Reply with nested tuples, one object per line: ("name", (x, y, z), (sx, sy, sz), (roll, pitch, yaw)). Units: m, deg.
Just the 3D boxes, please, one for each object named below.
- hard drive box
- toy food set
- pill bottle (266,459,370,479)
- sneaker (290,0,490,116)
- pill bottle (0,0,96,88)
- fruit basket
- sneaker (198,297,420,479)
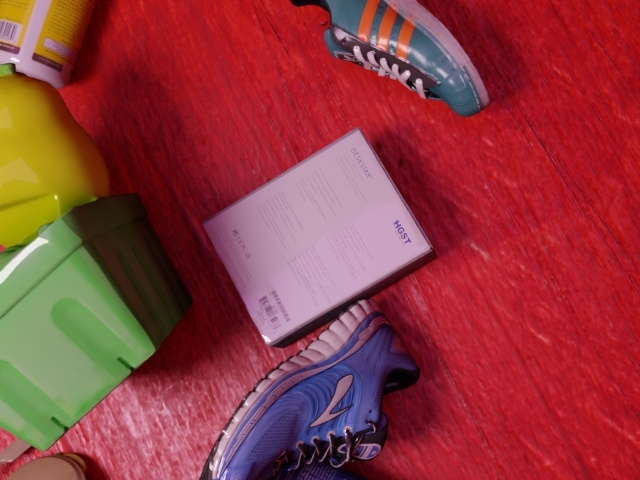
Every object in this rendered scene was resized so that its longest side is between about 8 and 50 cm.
("hard drive box", (0.000, 0.000, 1.109), (0.232, 0.089, 0.181), (-30, 77, 5))
("toy food set", (-0.349, 0.329, 1.128), (0.192, 0.038, 0.132), (32, 60, 35))
("pill bottle", (-0.028, 0.315, 1.073), (0.219, 0.123, 0.123), (25, 89, 10))
("sneaker", (0.082, -0.248, 1.122), (0.121, 0.108, 0.302), (-42, 72, 4))
("pill bottle", (-0.362, -0.321, 1.184), (0.117, 0.117, 0.215), (18, 88, 10))
("fruit basket", (-0.330, 0.005, 1.024), (0.283, 0.392, 0.392), (-42, 80, 3))
("sneaker", (0.000, 0.204, 1.010), (0.147, 0.130, 0.330), (44, 56, 12))
